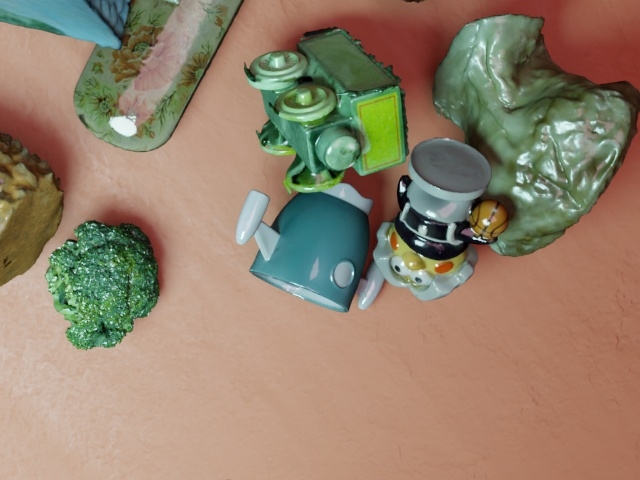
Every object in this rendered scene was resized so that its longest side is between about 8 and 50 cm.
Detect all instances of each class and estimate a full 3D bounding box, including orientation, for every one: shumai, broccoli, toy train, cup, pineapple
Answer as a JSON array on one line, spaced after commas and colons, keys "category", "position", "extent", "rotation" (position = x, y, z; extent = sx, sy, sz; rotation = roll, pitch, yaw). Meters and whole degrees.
[{"category": "shumai", "position": [0.283, -0.165, 1.485], "extent": [0.288, 0.292, 0.330], "rotation": [30, 111, -6]}, {"category": "broccoli", "position": [-0.314, 0.060, 1.425], "extent": [0.156, 0.195, 0.195], "rotation": [-24, 103, 27]}, {"category": "toy train", "position": [0.007, -0.187, 1.409], "extent": [0.188, 0.272, 0.159], "rotation": [-19, 127, -14]}, {"category": "cup", "position": [0.000, 0.000, 1.480], "extent": [0.299, 0.167, 0.173], "rotation": [31, 79, -39]}, {"category": "pineapple", "position": [-0.539, -0.098, 1.344], "extent": [0.357, 0.223, 0.223], "rotation": [37, 88, 5]}]

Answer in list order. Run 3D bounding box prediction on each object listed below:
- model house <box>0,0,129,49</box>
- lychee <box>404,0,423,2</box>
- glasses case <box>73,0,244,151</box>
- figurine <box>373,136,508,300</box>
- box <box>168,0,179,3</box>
[{"category": "model house", "position": [-0.381, -0.480, 1.241], "extent": [0.297, 0.360, 0.339], "rotation": [16, 84, 12]}, {"category": "lychee", "position": [0.139, -0.445, 1.450], "extent": [0.188, 0.188, 0.188], "rotation": [-1, 96, -12]}, {"category": "glasses case", "position": [-0.209, -0.329, 1.427], "extent": [0.156, 0.098, 0.425], "rotation": [28, 89, -7]}, {"category": "figurine", "position": [0.176, -0.018, 1.443], "extent": [0.176, 0.236, 0.133], "rotation": [31, 47, 17]}, {"category": "box", "position": [-0.213, -0.376, 1.366], "extent": [0.054, 0.024, 0.083], "rotation": [15, 87, 1]}]
